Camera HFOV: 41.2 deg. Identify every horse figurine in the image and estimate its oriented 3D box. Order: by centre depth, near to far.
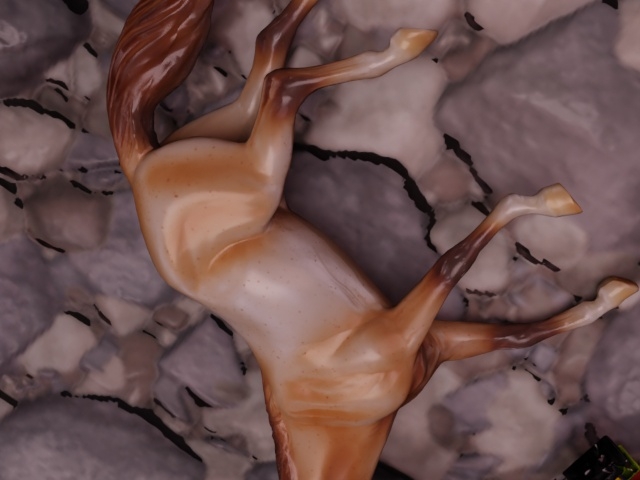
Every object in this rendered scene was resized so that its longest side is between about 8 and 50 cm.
[{"bbox_3d":[0.000,0.000,0.343,0.174,0.066,0.263,-39,96,12],"label":"horse figurine"}]

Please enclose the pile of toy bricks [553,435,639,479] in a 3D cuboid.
[{"bbox_3d":[0.154,0.142,0.337,0.212,0.118,0.105,-44,124,10],"label":"pile of toy bricks"}]
